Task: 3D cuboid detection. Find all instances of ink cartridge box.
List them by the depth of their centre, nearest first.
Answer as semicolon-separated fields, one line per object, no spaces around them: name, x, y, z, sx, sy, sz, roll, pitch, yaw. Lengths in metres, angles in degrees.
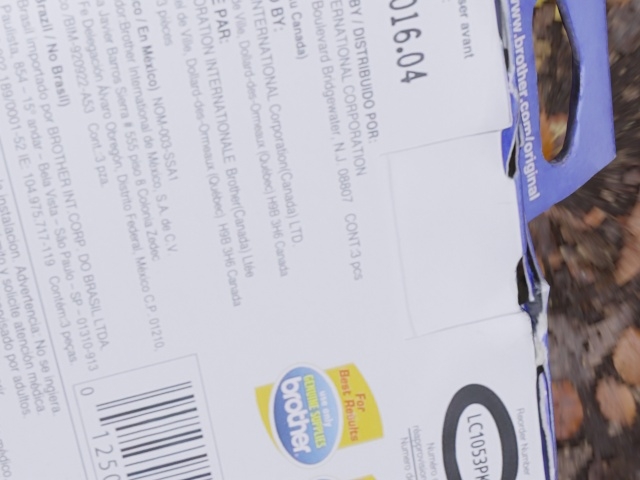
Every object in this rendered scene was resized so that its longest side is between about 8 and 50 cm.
ink cartridge box;-0.075;-0.006;0.663;0.395;0.151;0.270;-13;121;-6
